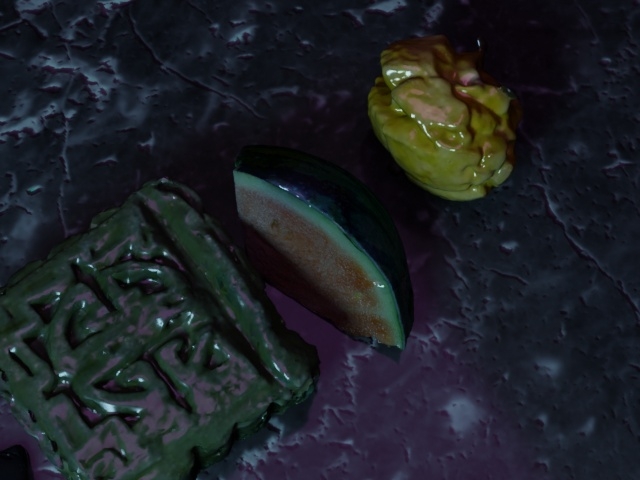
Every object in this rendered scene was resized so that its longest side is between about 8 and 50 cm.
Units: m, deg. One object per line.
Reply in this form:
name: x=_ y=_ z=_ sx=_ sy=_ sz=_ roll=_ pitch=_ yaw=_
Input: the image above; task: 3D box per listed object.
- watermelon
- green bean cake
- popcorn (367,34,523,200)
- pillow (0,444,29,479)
watermelon: x=0.009 y=-0.019 z=1.105 sx=0.231 sy=0.146 sz=0.128 roll=31 pitch=74 yaw=11
green bean cake: x=-0.154 y=0.097 z=1.076 sx=0.255 sy=0.132 sz=0.241 roll=-34 pitch=72 yaw=-11
popcorn: x=0.115 y=-0.116 z=1.143 sx=0.152 sy=0.148 sz=0.167 roll=-43 pitch=92 yaw=11
pillow: x=-0.345 y=0.259 z=1.041 sx=0.208 sy=0.055 sz=0.141 roll=-8 pitch=67 yaw=-20
